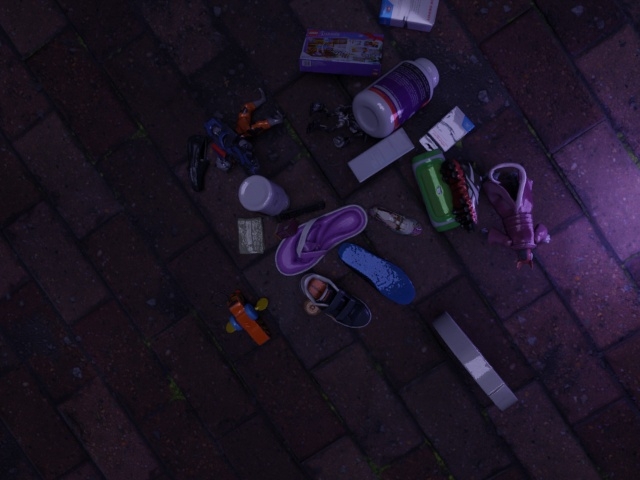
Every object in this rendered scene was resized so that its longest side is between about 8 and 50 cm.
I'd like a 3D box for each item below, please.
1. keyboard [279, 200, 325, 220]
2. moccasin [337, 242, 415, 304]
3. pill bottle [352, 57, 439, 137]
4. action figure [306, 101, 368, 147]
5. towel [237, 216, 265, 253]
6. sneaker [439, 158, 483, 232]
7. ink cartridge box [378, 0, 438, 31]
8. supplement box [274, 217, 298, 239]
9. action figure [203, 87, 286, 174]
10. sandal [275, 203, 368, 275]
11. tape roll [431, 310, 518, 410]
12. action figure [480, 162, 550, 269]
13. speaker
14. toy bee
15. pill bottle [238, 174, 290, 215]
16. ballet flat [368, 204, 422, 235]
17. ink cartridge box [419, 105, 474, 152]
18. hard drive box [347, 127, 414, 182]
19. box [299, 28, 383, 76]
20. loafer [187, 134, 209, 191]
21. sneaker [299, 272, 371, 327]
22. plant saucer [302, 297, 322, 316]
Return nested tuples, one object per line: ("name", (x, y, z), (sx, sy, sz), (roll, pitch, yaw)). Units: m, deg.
("keyboard", (-0.069, -0.111, 1.919), (0.180, 0.108, 0.023), (-15, 82, -3))
("moccasin", (0.220, 0.112, 1.910), (0.342, 0.117, 0.137), (41, 88, 0))
("pill bottle", (0.278, -0.522, 1.780), (0.323, 0.181, 0.181), (-41, 90, -21))
("action figure", (0.086, -0.444, 1.868), (0.276, 0.141, 0.164), (5, 86, -22))
("towel", (-0.277, -0.019, 1.980), (0.110, 0.027, 0.148), (-3, 94, 4))
("sneaker", (0.531, -0.168, 1.773), (0.135, 0.097, 0.276), (-17, 90, -20))
("ink cartridge box", (0.328, -0.872, 1.835), (0.203, 0.086, 0.148), (12, 96, 3))
("supplement box", (-0.133, -0.044, 1.932), (0.083, 0.055, 0.043), (-18, 133, 36))
("action figure", (-0.268, -0.375, 1.883), (0.330, 0.178, 0.341), (-43, 65, 11))
("sandal", (-0.009, -0.013, 1.921), (0.416, 0.102, 0.169), (-35, 90, 7))
("tape roll", (0.546, 0.424, 1.768), (0.072, 0.392, 0.392), (-39, 91, 6))
("action figure", (0.724, -0.078, 1.782), (0.248, 0.276, 0.370), (-10, 77, 3))
("speaker", (0.441, -0.187, 1.861), (0.131, 0.131, 0.296), (-20, 93, 6))
("toy bee", (-0.302, 0.267, 1.959), (0.195, 0.162, 0.298), (-17, 118, -2))
("pill bottle", (-0.201, -0.159, 1.852), (0.131, 0.229, 0.131), (-2, 85, 17))
("ballet flat", (0.287, -0.073, 1.905), (0.221, 0.079, 0.077), (25, 95, 2))
("ink cartridge box", (0.475, -0.405, 1.873), (0.180, 0.060, 0.104), (-42, 91, 6))
("hard drive box", (0.218, -0.312, 1.841), (0.232, 0.181, 0.089), (-32, 94, 7))
("box", (0.082, -0.693, 1.827), (0.293, 0.057, 0.201), (6, 53, 4))
("loafer", (-0.477, -0.304, 1.948), (0.078, 0.076, 0.223), (-2, 91, 12))
("sneaker", (0.056, 0.238, 1.918), (0.321, 0.127, 0.126), (31, 83, 1))
("plant saucer", (-0.031, 0.266, 1.988), (0.083, 0.015, 0.083), (0, 95, 5))
